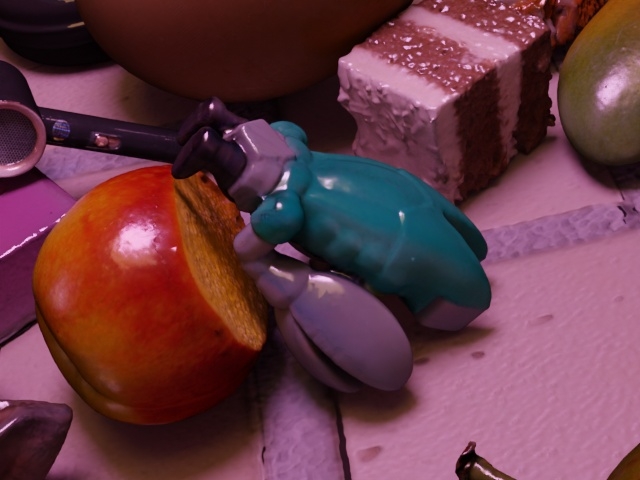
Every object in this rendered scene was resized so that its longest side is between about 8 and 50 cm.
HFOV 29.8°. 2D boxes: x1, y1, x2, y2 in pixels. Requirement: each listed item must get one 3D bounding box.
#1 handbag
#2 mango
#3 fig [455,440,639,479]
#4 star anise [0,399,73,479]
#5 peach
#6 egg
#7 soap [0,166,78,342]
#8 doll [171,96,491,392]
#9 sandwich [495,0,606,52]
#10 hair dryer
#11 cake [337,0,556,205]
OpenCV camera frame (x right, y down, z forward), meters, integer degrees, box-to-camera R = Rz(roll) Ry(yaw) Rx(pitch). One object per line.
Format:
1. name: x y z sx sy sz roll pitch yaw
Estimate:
1. handbag: -0.232 -0.305 1.345 0.308 0.093 0.254 -29 44 -16
2. mango: 0.302 -0.157 1.050 0.251 0.114 0.156 -43 60 -12
3. fig: 0.190 0.180 0.724 0.259 0.151 0.151 -11 37 39
4. star anise: -0.322 0.187 0.841 0.315 0.108 0.315 -7 42 6
5. peach: -0.114 0.037 0.893 0.192 0.190 0.190 -36 48 -21
6. egg: -0.068 -0.277 1.092 0.374 0.301 0.301 -27 34 33
7. soap: -0.333 -0.012 1.070 0.181 0.081 0.259 -35 47 -22
8. doll: 0.007 -0.011 0.918 0.258 0.153 0.195 46 39 -2
9. sandwich: 0.198 -0.238 1.156 0.184 0.109 0.160 -11 41 3
10. hair dryer: -0.201 -0.099 1.094 0.255 0.070 0.128 8 23 -27
11. cake: 0.109 -0.122 1.035 0.134 0.135 0.147 29 57 33
